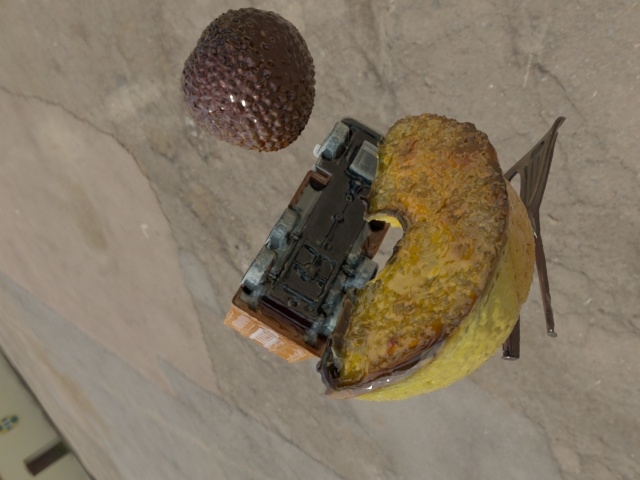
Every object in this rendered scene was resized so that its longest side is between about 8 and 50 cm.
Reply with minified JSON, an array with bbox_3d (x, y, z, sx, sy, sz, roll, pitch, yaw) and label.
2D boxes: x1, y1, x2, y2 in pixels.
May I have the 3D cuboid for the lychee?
[{"bbox_3d":[-0.092,-0.213,0.833,0.194,0.194,0.194,36,145,30],"label":"lychee"}]

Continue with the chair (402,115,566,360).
[{"bbox_3d":[0.211,-0.027,0.831,0.183,0.326,0.175,15,152,-6],"label":"chair"}]

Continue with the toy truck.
[{"bbox_3d":[0.000,0.000,1.024,0.173,0.387,0.207,32,154,-6],"label":"toy truck"}]

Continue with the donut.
[{"bbox_3d":[0.101,0.016,0.510,0.101,0.259,0.152,33,155,-33],"label":"donut"}]
